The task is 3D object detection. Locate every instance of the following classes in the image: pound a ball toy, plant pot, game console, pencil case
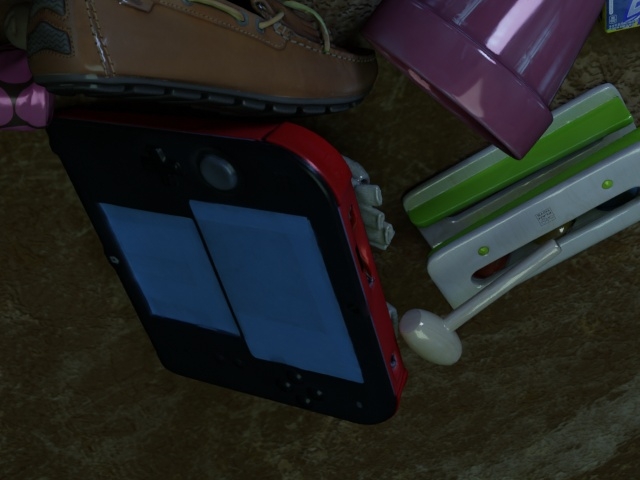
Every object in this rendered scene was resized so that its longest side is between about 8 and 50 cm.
[{"bbox_3d":[0.231,0.001,1.130,0.319,0.208,0.135,-30,129,12],"label":"pound a ball toy"},{"bbox_3d":[0.168,-0.205,0.984,0.201,0.201,0.180,34,100,-30],"label":"plant pot"},{"bbox_3d":[-0.093,0.034,1.092,0.342,0.060,0.386,6,133,27],"label":"game console"},{"bbox_3d":[-0.357,-0.152,0.990,0.209,0.098,0.095,-1,172,-10],"label":"pencil case"}]

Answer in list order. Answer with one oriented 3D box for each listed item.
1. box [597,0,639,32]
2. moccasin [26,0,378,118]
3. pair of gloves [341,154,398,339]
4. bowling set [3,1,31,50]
[{"bbox_3d":[0.360,-0.262,1.048,0.169,0.054,0.059,-12,128,0],"label":"box"},{"bbox_3d":[-0.086,-0.186,0.924,0.380,0.139,0.146,1,93,-43],"label":"moccasin"},{"bbox_3d":[0.000,0.000,1.128,0.042,0.204,0.240,-39,135,-37],"label":"pair of gloves"},{"bbox_3d":[-0.247,-0.238,0.879,0.200,0.154,0.286,-10,105,-30],"label":"bowling set"}]
